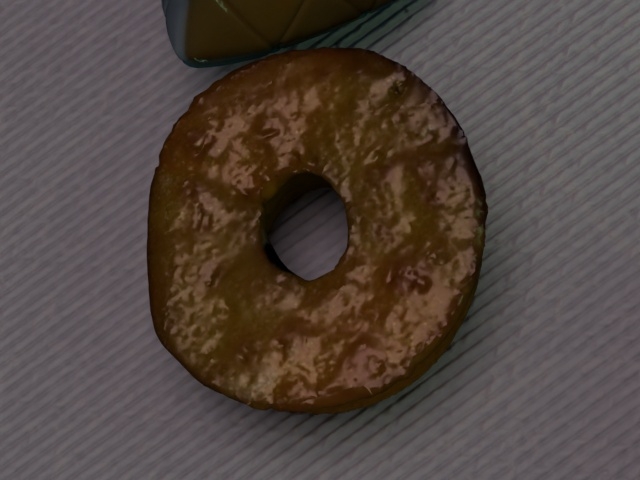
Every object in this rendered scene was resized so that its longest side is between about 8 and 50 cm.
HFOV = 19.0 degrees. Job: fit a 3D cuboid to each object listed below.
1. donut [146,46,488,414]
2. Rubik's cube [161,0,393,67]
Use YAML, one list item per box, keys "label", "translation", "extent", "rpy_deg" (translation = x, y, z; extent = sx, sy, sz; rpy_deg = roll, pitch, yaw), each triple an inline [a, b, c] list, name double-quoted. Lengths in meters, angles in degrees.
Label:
- label: "donut"
  translation: [0.000, 0.000, 1.528]
  extent: [0.303, 0.110, 0.302]
  rpy_deg: [-5, 70, 14]
- label: "Rubik's cube"
  translation: [-0.076, -0.236, 1.603]
  extent: [0.254, 0.254, 0.254]
  rpy_deg: [-5, 68, 13]
